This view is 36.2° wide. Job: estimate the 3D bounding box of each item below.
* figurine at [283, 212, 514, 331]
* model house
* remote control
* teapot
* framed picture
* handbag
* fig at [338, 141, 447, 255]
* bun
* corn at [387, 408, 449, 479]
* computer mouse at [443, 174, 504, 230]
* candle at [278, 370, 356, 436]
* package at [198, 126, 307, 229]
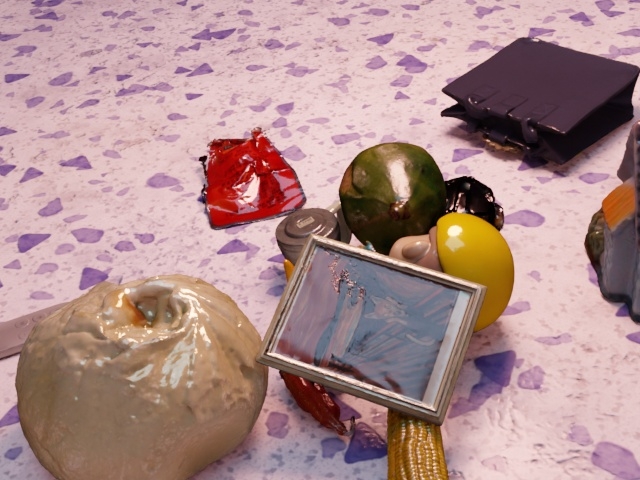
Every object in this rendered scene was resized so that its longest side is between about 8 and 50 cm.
[{"bbox_3d":[0.125,0.065,1.503,0.343,0.215,0.187,-10,72,4],"label":"figurine"},{"bbox_3d":[0.607,-0.087,1.517,0.360,0.339,0.297,-1,37,9],"label":"model house"},{"bbox_3d":[-0.509,0.160,1.629,0.245,0.022,0.077,-18,35,-16],"label":"remote control"},{"bbox_3d":[-0.011,0.002,1.695,0.111,0.108,0.149,-2,36,18],"label":"teapot"},{"bbox_3d":[0.071,0.115,1.356,0.273,0.016,0.216,16,66,12],"label":"framed picture"},{"bbox_3d":[0.448,-0.284,2.004,0.303,0.122,0.329,27,47,36],"label":"handbag"},{"bbox_3d":[0.129,-0.063,1.618,0.195,0.195,0.245,-13,15,-9],"label":"fig"},{"bbox_3d":[-0.259,0.179,1.383,0.352,0.227,0.349,11,40,23],"label":"bun"},{"bbox_3d":[0.125,0.277,1.307,0.080,0.080,0.231,-5,36,2],"label":"corn"},{"bbox_3d":[0.253,-0.053,1.752,0.146,0.077,0.242,1,37,14],"label":"computer mouse"},{"bbox_3d":[-0.003,0.235,1.426,0.048,0.053,0.162,23,15,-46],"label":"candle"},{"bbox_3d":[-0.147,-0.133,1.943,0.194,0.071,0.269,-22,39,3],"label":"package"}]
